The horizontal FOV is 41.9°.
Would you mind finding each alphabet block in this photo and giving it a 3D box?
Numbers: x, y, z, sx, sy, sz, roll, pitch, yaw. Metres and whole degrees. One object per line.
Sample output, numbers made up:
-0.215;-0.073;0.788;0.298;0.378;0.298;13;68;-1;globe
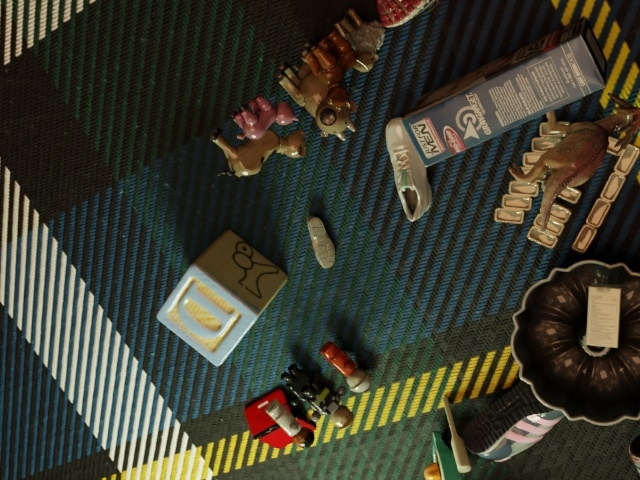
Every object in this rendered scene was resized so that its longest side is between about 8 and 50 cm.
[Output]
-0.221;0.127;1.904;0.192;0.197;0.193;40;121;-1;alphabet block

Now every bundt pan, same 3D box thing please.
0.552;0.191;1.666;0.331;0.124;0.331;3;98;20;bundt pan

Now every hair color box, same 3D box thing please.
0.334;-0.270;1.524;0.347;0.174;0.105;-24;104;27;hair color box

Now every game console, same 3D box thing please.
-0.104;0.453;2.124;0.144;0.085;0.124;-35;68;29;game console

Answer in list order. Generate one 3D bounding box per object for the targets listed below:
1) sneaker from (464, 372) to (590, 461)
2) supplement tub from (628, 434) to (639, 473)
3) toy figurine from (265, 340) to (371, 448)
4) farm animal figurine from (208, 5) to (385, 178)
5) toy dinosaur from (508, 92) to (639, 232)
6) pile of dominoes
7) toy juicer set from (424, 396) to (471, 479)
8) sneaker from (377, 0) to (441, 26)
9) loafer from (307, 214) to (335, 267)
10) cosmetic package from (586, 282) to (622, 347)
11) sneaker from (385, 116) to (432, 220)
0.474;0.382;1.845;0.319;0.112;0.131;-37;130;23;sneaker
0.747;0.507;1.786;0.106;0.106;0.198;-24;105;28;supplement tub
-0.002;0.363;1.931;0.213;0.209;0.148;-36;104;31;toy figurine
-0.021;-0.254;1.582;0.330;0.327;0.172;-33;108;32;farm animal figurine
0.470;-0.158;1.490;0.127;0.296;0.200;44;157;-26;toy dinosaur
0.477;-0.110;1.643;0.196;0.040;0.251;26;112;8;pile of dominoes
0.289;0.553;1.912;0.089;0.209;0.329;-8;114;-2;toy juicer set
0.220;-0.480;1.509;0.299;0.112;0.121;-31;64;41;sneaker
0.000;0.000;1.860;0.045;0.039;0.125;-21;112;-7;loafer
0.535;0.140;1.577;0.060;0.041;0.115;5;99;21;cosmetic package
0.177;-0.141;1.690;0.080;0.094;0.212;-9;111;25;sneaker
